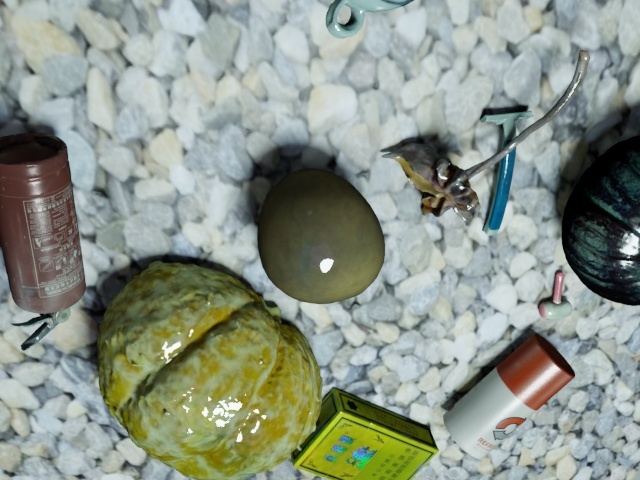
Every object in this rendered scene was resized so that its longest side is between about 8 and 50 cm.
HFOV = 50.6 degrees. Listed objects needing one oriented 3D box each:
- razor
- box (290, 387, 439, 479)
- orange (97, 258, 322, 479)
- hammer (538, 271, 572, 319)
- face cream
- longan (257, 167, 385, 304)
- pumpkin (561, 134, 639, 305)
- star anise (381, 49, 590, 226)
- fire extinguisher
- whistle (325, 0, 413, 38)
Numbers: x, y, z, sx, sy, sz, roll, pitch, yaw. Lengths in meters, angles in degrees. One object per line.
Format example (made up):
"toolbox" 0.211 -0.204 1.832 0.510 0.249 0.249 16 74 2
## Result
"razor" 0.252 -0.086 0.945 0.068 0.037 0.191 -6 122 -9
"box" 0.074 0.353 1.162 0.220 0.064 0.141 26 113 -26
"orange" -0.151 0.217 0.953 0.271 0.210 0.369 -37 123 9
"hammer" 0.378 0.088 1.082 0.052 0.031 0.083 -7 116 -11
"face cream" 0.313 0.261 1.133 0.095 0.096 0.214 33 109 -27
"longan" 0.000 0.000 0.874 0.189 0.189 0.189 -5 122 -8
"pumpkin" 0.463 -0.011 0.909 0.247 0.248 0.248 -5 122 -8
"star anise" 0.217 -0.138 0.883 0.227 0.218 0.148 -41 85 -10
"fire extinguisher" -0.353 0.009 0.846 0.104 0.105 0.269 -1 122 -10
"whistle" 0.071 -0.347 0.692 0.163 0.163 0.290 19 102 -21
